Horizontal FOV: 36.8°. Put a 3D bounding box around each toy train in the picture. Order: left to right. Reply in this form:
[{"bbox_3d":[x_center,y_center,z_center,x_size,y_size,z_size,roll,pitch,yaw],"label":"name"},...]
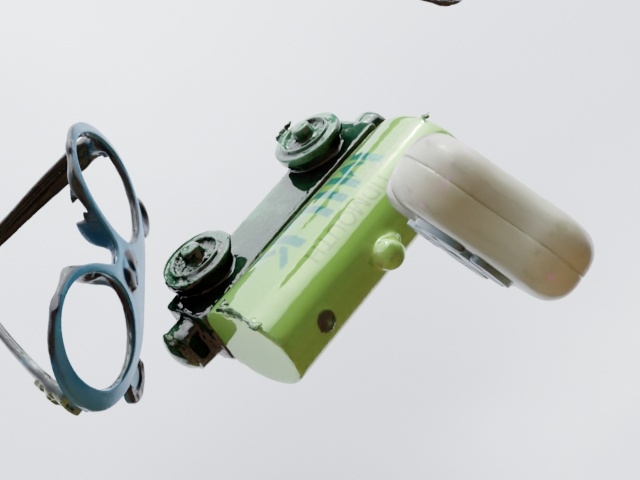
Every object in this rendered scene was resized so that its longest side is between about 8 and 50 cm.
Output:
[{"bbox_3d":[0.000,0.000,0.693,0.253,0.157,0.105,-48,-55,-25],"label":"toy train"}]

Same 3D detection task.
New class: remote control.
[{"bbox_3d":[0.059,-0.007,0.364,0.032,0.074,0.122,-56,-3,3],"label":"remote control"}]

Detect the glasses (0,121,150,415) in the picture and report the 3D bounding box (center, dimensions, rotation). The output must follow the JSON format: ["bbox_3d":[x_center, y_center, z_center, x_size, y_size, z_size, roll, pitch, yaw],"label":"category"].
[{"bbox_3d":[-0.221,0.017,0.675,0.207,0.239,0.102,0,-38,-13],"label":"glasses"}]

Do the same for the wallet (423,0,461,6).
[{"bbox_3d":[-0.024,-0.334,0.887,0.378,0.197,0.051,12,-25,-12],"label":"wallet"}]
